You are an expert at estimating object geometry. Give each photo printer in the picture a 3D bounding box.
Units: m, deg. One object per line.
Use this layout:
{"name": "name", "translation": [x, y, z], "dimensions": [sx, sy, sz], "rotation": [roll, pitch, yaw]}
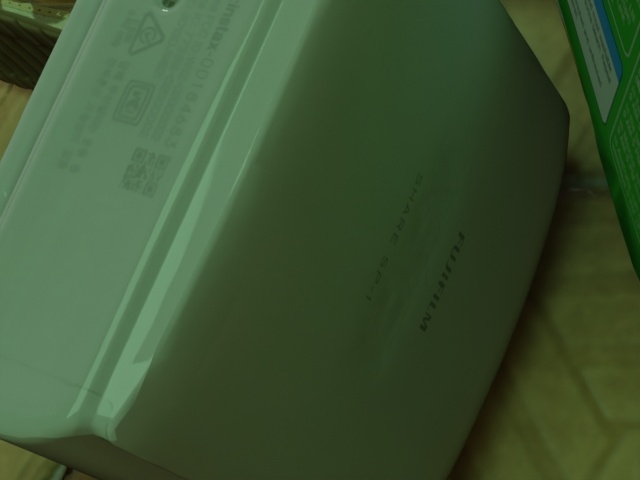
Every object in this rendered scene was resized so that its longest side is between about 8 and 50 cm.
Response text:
{"name": "photo printer", "translation": [0.000, 0.000, 0.672], "dimensions": [0.107, 0.307, 0.256], "rotation": [18, 78, 29]}

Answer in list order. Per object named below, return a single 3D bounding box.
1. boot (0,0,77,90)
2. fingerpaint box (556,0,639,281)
{"name": "boot", "translation": [-0.105, -0.191, 0.943], "dimensions": [0.249, 0.090, 0.206], "rotation": [3, 62, 29]}
{"name": "fingerpaint box", "translation": [0.292, -0.075, 0.559], "dimensions": [0.371, 0.163, 0.444], "rotation": [-9, 65, -5]}
